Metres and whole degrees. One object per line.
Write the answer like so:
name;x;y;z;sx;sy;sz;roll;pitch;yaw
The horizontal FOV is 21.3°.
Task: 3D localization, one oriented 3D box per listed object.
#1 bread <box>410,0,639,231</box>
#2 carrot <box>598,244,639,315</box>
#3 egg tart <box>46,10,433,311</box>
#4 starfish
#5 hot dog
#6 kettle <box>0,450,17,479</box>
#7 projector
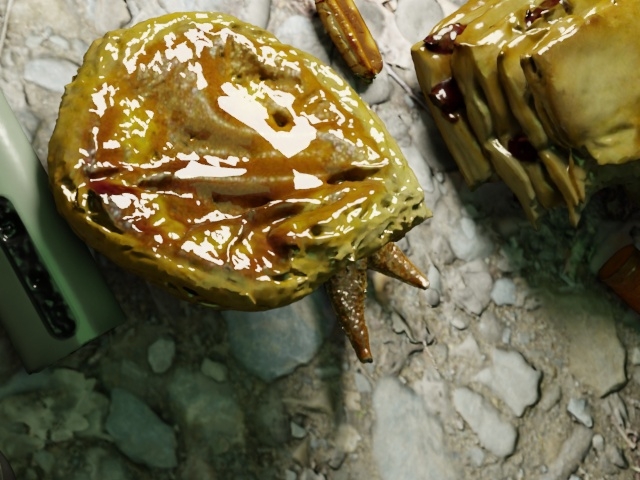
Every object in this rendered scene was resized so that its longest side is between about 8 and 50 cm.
bread;0.313;-0.143;1.889;0.314;0.191;0.370;-38;97;-33
carrot;0.414;0.093;1.981;0.224;0.057;0.057;42;61;-19
egg tart;-0.096;-0.064;1.623;0.339;0.153;0.351;45;51;8
starfish;-0.002;0.002;1.760;0.247;0.050;0.138;44;57;-1
hot dog;0.028;-0.223;1.842;0.049;0.037;0.122;-35;102;-44
kettle;-0.386;0.209;1.419;0.271;0.251;0.207;9;103;-36
projector;-0.301;-0.046;1.560;0.108;0.108;0.337;-30;94;-32
